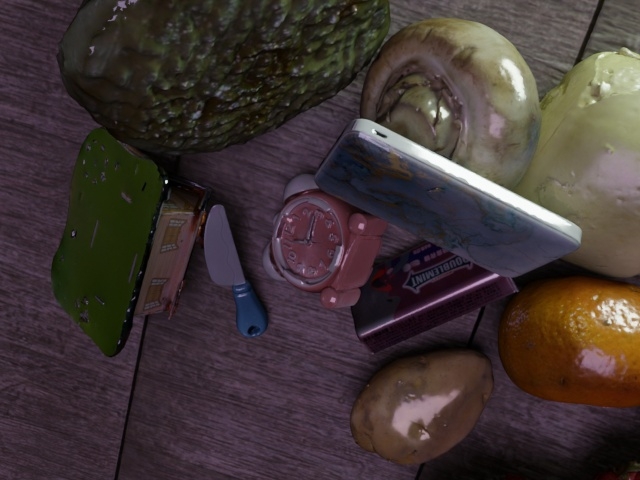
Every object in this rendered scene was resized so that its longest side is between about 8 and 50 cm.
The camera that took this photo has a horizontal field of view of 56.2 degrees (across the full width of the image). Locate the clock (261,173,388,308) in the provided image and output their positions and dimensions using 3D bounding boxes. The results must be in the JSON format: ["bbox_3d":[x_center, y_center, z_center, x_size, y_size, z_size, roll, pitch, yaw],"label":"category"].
[{"bbox_3d":[0.000,0.000,0.857,0.162,0.092,0.166,29,107,30],"label":"clock"}]

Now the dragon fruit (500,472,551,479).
[{"bbox_3d":[0.320,0.502,0.871,0.371,0.249,0.386,25,142,42],"label":"dragon fruit"}]

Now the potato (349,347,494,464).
[{"bbox_3d":[0.154,0.255,0.903,0.234,0.128,0.161,-17,108,9],"label":"potato"}]

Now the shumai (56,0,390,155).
[{"bbox_3d":[-0.136,-0.299,0.687,0.324,0.397,0.323,-38,75,37],"label":"shumai"}]

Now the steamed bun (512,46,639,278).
[{"bbox_3d":[0.356,-0.084,0.741,0.232,0.166,0.273,31,110,-3],"label":"steamed bun"}]

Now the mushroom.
[{"bbox_3d":[0.144,-0.143,0.736,0.255,0.184,0.255,28,138,30],"label":"mushroom"}]

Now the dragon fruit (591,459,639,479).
[{"bbox_3d":[0.497,0.412,0.835,0.218,0.148,0.224,5,150,13],"label":"dragon fruit"}]

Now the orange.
[{"bbox_3d":[0.349,0.131,0.790,0.224,0.224,0.170,2,80,9],"label":"orange"}]

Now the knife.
[{"bbox_3d":[-0.133,0.053,0.895,0.058,0.032,0.244,-16,125,2],"label":"knife"}]

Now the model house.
[{"bbox_3d":[-0.268,-0.005,0.904,0.207,0.154,0.294,34,113,32],"label":"model house"}]

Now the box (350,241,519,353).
[{"bbox_3d":[0.151,0.064,0.847,0.224,0.120,0.069,-27,131,15],"label":"box"}]

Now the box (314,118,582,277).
[{"bbox_3d":[0.138,-0.040,0.679,0.285,0.142,0.044,25,67,-8],"label":"box"}]
